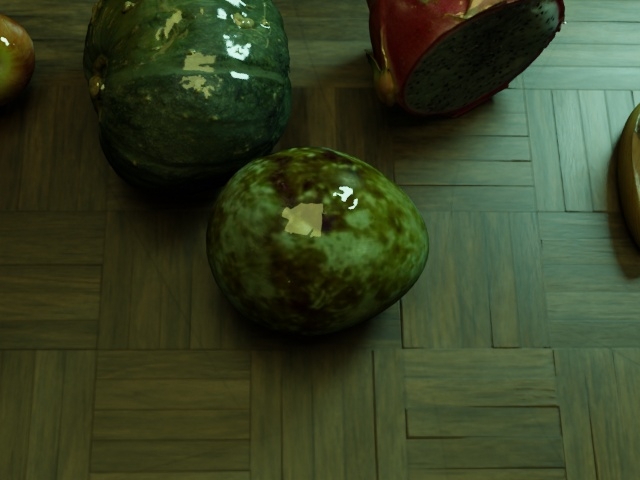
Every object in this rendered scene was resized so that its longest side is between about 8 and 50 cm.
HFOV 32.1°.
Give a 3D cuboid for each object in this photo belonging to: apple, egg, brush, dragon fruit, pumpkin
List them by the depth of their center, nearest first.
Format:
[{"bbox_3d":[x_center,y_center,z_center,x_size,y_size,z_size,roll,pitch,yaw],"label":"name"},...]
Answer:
[{"bbox_3d":[0.000,0.000,1.399,0.289,0.238,0.238,-2,66,-17],"label":"egg"},{"bbox_3d":[-0.174,-0.227,1.462,0.257,0.291,0.328,-4,76,-22],"label":"pumpkin"},{"bbox_3d":[0.501,-0.117,1.515,0.174,0.166,0.267,21,69,6],"label":"brush"},{"bbox_3d":[0.186,-0.314,1.530,0.290,0.290,0.189,-20,68,-11],"label":"dragon fruit"},{"bbox_3d":[-0.469,-0.253,1.542,0.146,0.146,0.146,1,66,-2],"label":"apple"}]
